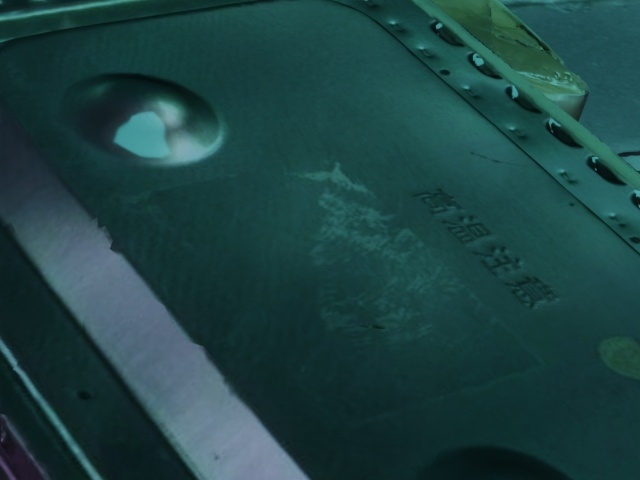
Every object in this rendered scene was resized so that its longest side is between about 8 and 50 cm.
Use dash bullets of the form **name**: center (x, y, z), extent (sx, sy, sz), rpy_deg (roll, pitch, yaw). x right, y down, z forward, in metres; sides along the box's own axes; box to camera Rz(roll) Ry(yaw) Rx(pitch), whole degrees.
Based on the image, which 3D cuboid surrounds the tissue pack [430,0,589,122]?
- **tissue pack**: center (0.000, 0.000, 0.813), extent (0.159, 0.234, 0.125), rpy_deg (3, 32, -25)

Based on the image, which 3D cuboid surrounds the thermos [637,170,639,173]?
- **thermos**: center (0.205, 0.037, 0.969), extent (0.286, 0.145, 0.182), rpy_deg (5, -1, -25)

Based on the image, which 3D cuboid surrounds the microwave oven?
- **microwave oven**: center (-0.039, 0.114, 0.521), extent (0.247, 0.333, 0.394), rpy_deg (-16, 44, -32)
